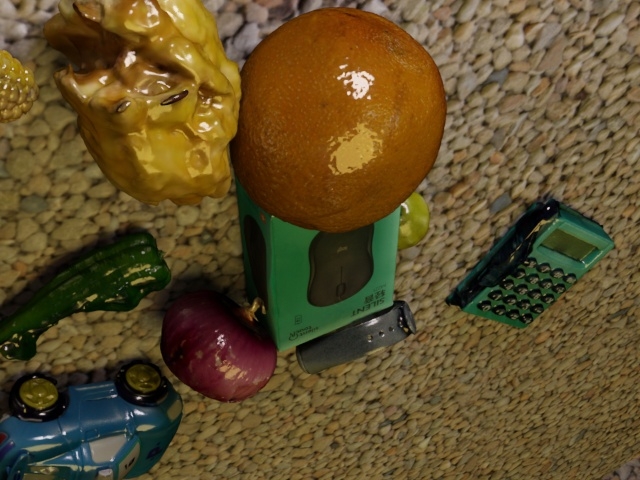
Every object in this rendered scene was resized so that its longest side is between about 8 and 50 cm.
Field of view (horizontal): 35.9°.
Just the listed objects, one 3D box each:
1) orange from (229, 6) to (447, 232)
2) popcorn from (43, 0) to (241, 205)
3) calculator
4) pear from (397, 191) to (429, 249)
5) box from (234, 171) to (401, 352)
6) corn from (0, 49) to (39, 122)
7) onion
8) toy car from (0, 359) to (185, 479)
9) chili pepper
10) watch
[{"bbox_3d":[0.016,-0.133,1.143,0.264,0.264,0.264,-20,142,-17],"label":"orange"},{"bbox_3d":[-0.172,-0.159,1.032,0.190,0.191,0.253,-35,139,-15],"label":"popcorn"},{"bbox_3d":[0.384,0.055,1.790,0.248,0.058,0.274,19,121,-46],"label":"calculator"},{"bbox_3d":[0.119,-0.030,1.474,0.092,0.092,0.097,-44,146,15],"label":"pear"},{"bbox_3d":[0.000,0.000,1.395,0.205,0.118,0.311,-19,141,-17],"label":"box"},{"bbox_3d":[-0.400,-0.172,0.919,0.292,0.101,0.101,12,125,-42],"label":"corn"},{"bbox_3d":[-0.143,0.147,1.407,0.153,0.177,0.177,-63,146,-15],"label":"onion"},{"bbox_3d":[-0.336,0.302,1.458,0.314,0.166,0.198,-3,138,-35],"label":"toy car"},{"bbox_3d":[-0.314,0.075,1.284,0.253,0.083,0.099,-29,153,0],"label":"chili pepper"},{"bbox_3d":[0.061,0.147,1.573,0.193,0.068,0.206,-19,-178,10],"label":"watch"}]
